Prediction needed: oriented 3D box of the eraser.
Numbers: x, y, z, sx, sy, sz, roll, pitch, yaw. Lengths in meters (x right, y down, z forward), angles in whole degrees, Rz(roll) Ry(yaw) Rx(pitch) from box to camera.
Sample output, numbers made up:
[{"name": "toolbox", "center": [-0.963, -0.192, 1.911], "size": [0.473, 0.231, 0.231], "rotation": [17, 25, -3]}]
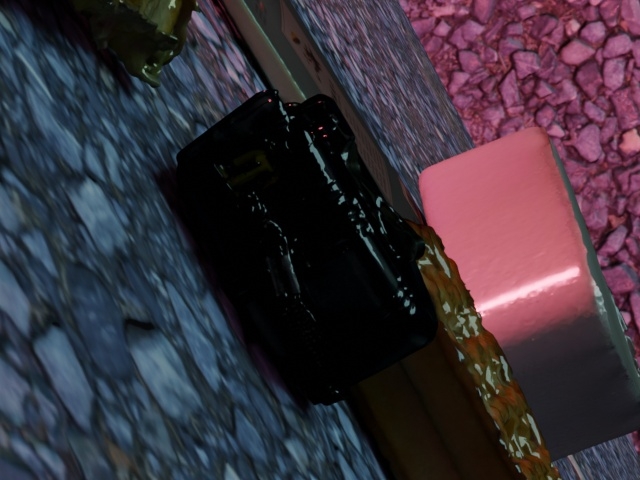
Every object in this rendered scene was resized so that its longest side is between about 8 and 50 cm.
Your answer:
[{"name": "eraser", "center": [0.205, 0.038, 1.849], "size": [0.331, 0.150, 0.331], "rotation": [-19, 90, -80]}]

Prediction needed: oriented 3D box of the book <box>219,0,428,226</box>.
[{"name": "book", "center": [0.010, -0.113, 1.737], "size": [0.379, 0.031, 0.264], "rotation": [57, 10, -20]}]

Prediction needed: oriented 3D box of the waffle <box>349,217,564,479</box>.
[{"name": "waffle", "center": [0.097, 0.130, 1.322], "size": [0.308, 0.091, 0.213], "rotation": [64, 10, 8]}]

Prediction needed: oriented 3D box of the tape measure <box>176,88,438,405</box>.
[{"name": "tape measure", "center": [0.000, 0.000, 1.144], "size": [0.186, 0.112, 0.199], "rotation": [63, 11, -1]}]

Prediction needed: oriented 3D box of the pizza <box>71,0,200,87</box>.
[{"name": "pizza", "center": [-0.127, -0.186, 1.030], "size": [0.287, 0.075, 0.280], "rotation": [83, 22, -48]}]
